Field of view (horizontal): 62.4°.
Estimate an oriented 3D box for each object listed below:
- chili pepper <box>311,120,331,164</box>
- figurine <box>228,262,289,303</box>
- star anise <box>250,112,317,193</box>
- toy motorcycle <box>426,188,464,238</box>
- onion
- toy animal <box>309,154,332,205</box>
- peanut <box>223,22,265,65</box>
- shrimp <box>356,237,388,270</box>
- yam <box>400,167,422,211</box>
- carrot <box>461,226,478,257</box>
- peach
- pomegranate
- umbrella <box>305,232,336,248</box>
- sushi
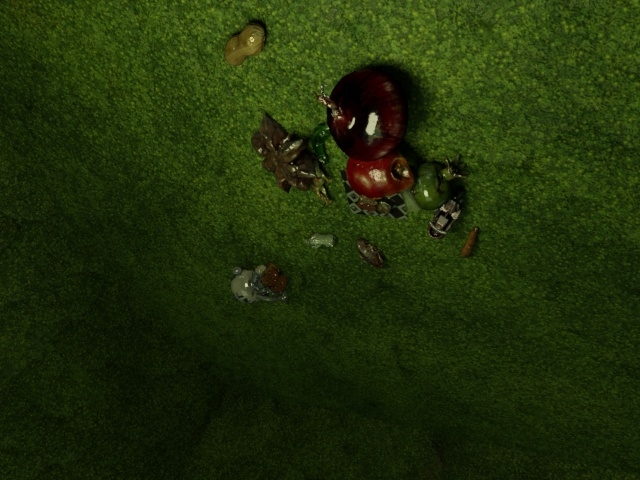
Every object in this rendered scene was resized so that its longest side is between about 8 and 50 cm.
[{"bbox_3d":[0.003,-0.335,1.797,0.073,0.050,0.182,15,147,1],"label":"chili pepper"},{"bbox_3d":[-0.309,0.204,2.575,0.261,0.186,0.382,47,145,-18],"label":"figurine"},{"bbox_3d":[-0.124,-0.297,1.840,0.315,0.108,0.315,41,154,25],"label":"star anise"},{"bbox_3d":[0.421,-0.083,1.789,0.082,0.122,0.213,33,146,15],"label":"toy motorcycle"},{"bbox_3d":[0.109,-0.357,1.512,0.273,0.285,0.272,11,104,49],"label":"onion"},{"bbox_3d":[-0.003,-0.216,1.935,0.099,0.057,0.241,51,164,32],"label":"toy animal"},{"bbox_3d":[-0.230,-0.589,1.600,0.193,0.089,0.089,-11,130,47],"label":"peanut"},{"bbox_3d":[0.212,0.063,2.152,0.190,0.073,0.075,41,147,-11],"label":"shrimp"},{"bbox_3d":[0.301,-0.170,1.799,0.068,0.068,0.169,-2,135,34],"label":"yam"},{"bbox_3d":[0.540,0.008,1.902,0.036,0.035,0.165,20,142,10],"label":"carrot"},{"bbox_3d":[0.160,-0.231,1.697,0.267,0.159,0.153,36,149,61],"label":"peach"},{"bbox_3d":[0.372,-0.186,1.671,0.191,0.131,0.151,-28,81,34],"label":"pomegranate"},{"bbox_3d":[0.000,0.000,2.215,0.144,0.067,0.062,-5,175,27],"label":"umbrella"},{"bbox_3d":[0.190,-0.147,1.917,0.232,0.047,0.219,8,141,25],"label":"sushi"}]
